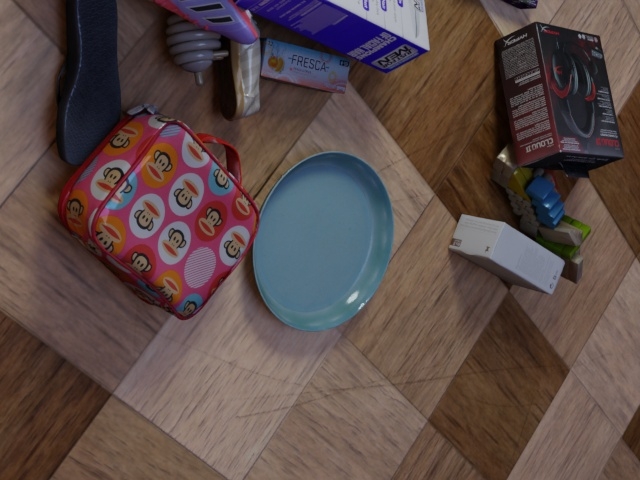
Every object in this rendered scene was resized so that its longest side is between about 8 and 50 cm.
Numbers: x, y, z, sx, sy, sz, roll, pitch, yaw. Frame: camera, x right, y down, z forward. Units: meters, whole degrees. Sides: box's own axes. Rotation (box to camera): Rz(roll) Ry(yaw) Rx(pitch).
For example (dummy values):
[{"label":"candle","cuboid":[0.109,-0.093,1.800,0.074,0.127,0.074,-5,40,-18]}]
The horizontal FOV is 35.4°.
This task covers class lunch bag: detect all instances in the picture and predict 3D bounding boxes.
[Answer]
[{"label":"lunch bag","cuboid":[-0.217,-0.050,1.479,0.258,0.120,0.293,-54,139,-16]}]

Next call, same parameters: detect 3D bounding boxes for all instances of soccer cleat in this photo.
[{"label":"soccer cleat","cuboid":[-0.198,-0.353,1.425,0.248,0.083,0.095,42,89,-8]}]

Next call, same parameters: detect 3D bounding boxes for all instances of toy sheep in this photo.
[{"label":"toy sheep","cuboid":[-0.186,-0.297,1.491,0.091,0.091,0.132,-10,91,-38]}]

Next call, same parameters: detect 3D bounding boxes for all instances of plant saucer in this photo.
[{"label":"plant saucer","cuboid":[0.000,0.000,1.749,0.317,0.043,0.318,-12,108,-38]}]

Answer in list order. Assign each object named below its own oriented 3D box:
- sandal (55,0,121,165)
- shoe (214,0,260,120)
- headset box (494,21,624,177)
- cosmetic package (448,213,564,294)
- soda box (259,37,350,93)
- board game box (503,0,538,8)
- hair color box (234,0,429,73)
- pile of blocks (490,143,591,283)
[{"label":"sandal","cuboid":[-0.330,-0.232,1.413,0.097,0.054,0.255,2,96,-51]},{"label":"shoe","cuboid":[-0.128,-0.296,1.544,0.058,0.076,0.219,-11,107,-33]},{"label":"headset box","cuboid":[0.475,-0.263,1.976,0.218,0.110,0.293,1,77,-40]},{"label":"cosmetic package","cuboid":[0.379,0.029,2.028,0.231,0.117,0.085,29,81,-42]},{"label":"soda box","cuboid":[-0.039,-0.285,1.636,0.183,0.058,0.063,6,97,-42]},{"label":"board game box","cuboid":[0.307,-0.581,1.869,0.346,0.056,0.208,10,90,-41]},{"label":"hair color box","cuboid":[0.019,-0.411,1.581,0.338,0.110,0.185,15,62,-40]},{"label":"pile of blocks","cuboid":[0.479,-0.073,2.066,0.113,0.149,0.362,-49,126,-20]}]
